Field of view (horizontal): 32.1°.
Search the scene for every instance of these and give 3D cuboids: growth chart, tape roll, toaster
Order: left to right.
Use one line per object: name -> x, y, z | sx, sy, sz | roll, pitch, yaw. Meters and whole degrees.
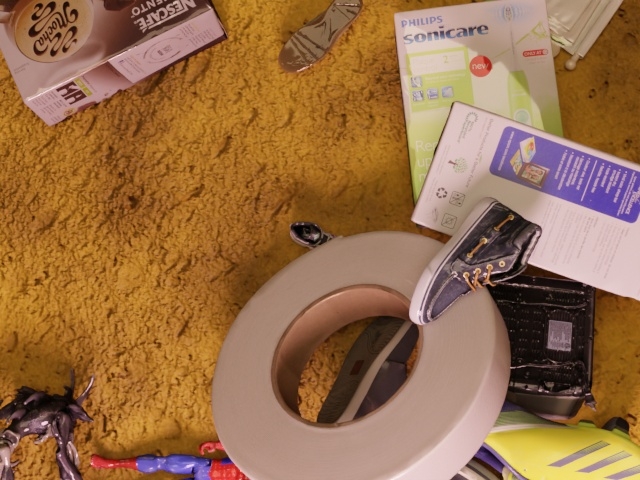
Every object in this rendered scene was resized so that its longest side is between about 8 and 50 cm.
tape roll -> 0.045, 0.158, 1.402 | 0.392, 0.072, 0.392 | -16, 48, 19
toaster -> 0.270, 0.143, 1.449 | 0.168, 0.110, 0.186 | 5, 61, 7
growth chart -> 0.319, -0.369, 1.604 | 0.237, 0.021, 0.172 | 43, 86, 11

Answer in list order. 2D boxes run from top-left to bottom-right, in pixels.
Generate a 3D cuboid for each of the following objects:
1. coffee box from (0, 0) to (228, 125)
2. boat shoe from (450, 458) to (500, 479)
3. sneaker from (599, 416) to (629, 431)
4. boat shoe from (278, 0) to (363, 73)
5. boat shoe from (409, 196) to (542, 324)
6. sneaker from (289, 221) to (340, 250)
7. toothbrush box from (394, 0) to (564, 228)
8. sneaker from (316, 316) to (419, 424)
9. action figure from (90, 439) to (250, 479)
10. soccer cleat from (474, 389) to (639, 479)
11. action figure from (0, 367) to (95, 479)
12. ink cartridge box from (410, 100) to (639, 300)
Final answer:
coffee box -> -0.306, -0.314, 1.604 | 0.297, 0.119, 0.168 | -26, 77, 0
boat shoe -> 0.224, 0.501, 1.351 | 0.156, 0.187, 0.500 | -15, 79, -34
sneaker -> 0.306, 0.304, 1.446 | 0.098, 0.083, 0.224 | 37, 85, 16
boat shoe -> 0.001, -0.300, 1.615 | 0.056, 0.048, 0.153 | 43, 92, -1
boat shoe -> 0.185, 0.035, 1.326 | 0.083, 0.065, 0.183 | 30, 78, 31
sneaker -> 0.000, 0.000, 1.538 | 0.098, 0.069, 0.038 | 18, 82, 9
toothbrush box -> 0.216, -0.171, 1.517 | 0.206, 0.122, 0.283 | -6, 82, 4
sneaker -> 0.090, 0.198, 1.498 | 0.118, 0.083, 0.222 | 46, 64, -23
action figure -> -0.170, 0.312, 1.465 | 0.280, 0.139, 0.091 | -5, 80, 2
soccer cleat -> 0.280, 0.269, 1.350 | 0.289, 0.093, 0.121 | 18, 58, 9
action figure -> -0.403, 0.292, 1.487 | 0.164, 0.141, 0.275 | 15, 39, 34
ink cartridge box -> 0.296, -0.047, 1.406 | 0.332, 0.065, 0.165 | 21, 97, 3
